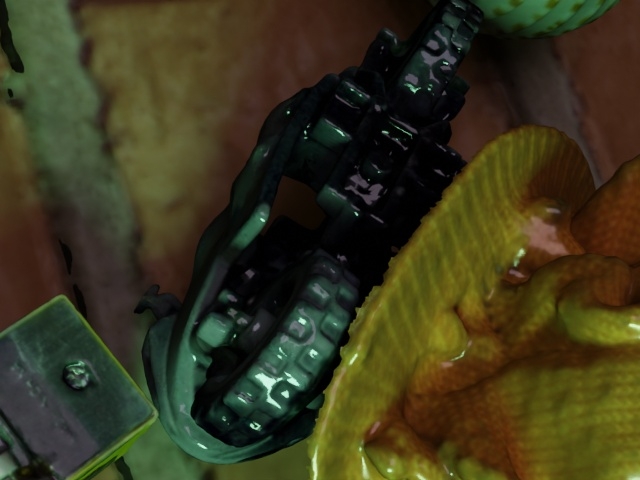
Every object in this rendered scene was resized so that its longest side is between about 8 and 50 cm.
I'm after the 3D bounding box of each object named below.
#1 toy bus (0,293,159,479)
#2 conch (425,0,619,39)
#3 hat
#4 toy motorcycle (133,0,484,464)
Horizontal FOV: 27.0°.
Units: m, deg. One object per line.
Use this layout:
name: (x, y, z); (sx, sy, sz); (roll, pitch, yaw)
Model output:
toy bus: (-0.174, 0.111, 0.519); (0.226, 0.074, 0.081); (-38, 86, -28)
conch: (0.099, -0.178, 0.703); (0.172, 0.131, 0.200); (41, 18, 24)
hat: (0.160, 0.082, 0.513); (0.244, 0.233, 0.233); (14, 89, -59)
toy motorcycle: (0.000, 0.000, 0.601); (0.106, 0.159, 0.270); (33, 46, -6)
